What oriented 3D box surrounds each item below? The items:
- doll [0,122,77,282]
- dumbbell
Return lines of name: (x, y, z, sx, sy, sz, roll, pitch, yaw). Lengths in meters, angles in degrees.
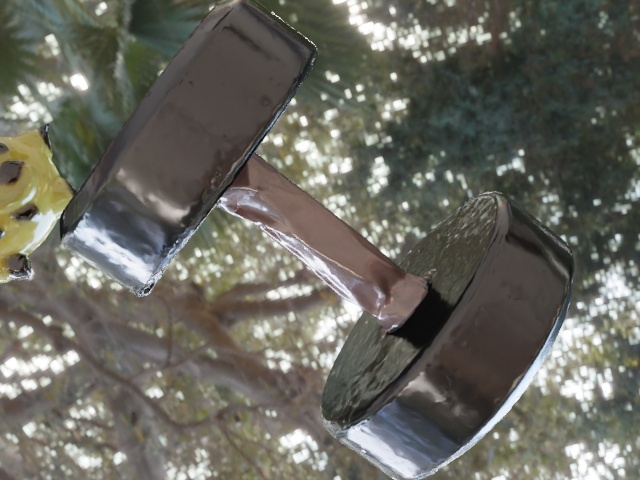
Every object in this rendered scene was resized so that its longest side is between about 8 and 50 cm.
doll: (-0.301, 0.014, 0.752, 0.291, 0.086, 0.117, -28, -104, -1)
dumbbell: (0.000, 0.000, 0.545, 0.152, 0.218, 0.152, -52, -171, 11)
